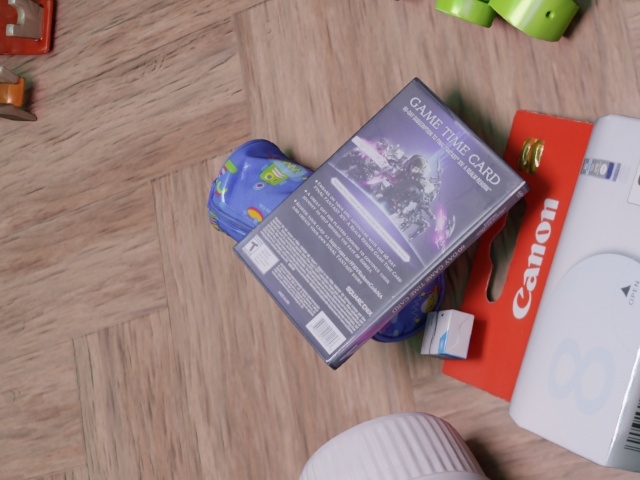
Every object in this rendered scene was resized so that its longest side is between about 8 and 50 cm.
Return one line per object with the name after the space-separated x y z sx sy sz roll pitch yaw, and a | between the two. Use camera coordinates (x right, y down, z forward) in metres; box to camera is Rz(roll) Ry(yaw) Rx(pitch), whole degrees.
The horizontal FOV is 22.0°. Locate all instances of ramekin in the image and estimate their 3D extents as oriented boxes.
0.073 0.267 1.709 0.207 0.207 0.109 -41 53 25 | ramekin

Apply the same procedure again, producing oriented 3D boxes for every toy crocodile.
0.135 -0.306 1.811 0.340 0.105 0.115 27 100 40 | toy crocodile

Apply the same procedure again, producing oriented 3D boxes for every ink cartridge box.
0.132 0.101 1.762 0.083 0.028 0.048 164 119 -71 | ink cartridge box
0.235 0.027 1.607 0.385 0.091 0.308 20 95 59 | ink cartridge box

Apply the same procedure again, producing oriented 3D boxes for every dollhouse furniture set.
-0.476 -0.294 2.253 0.259 0.135 0.262 3 86 25 | dollhouse furniture set

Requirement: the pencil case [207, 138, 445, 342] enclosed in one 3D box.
0.000 0.000 1.839 0.306 0.133 0.119 35 123 35 | pencil case

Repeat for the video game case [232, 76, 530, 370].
0.059 -0.022 1.730 0.274 0.026 0.196 -42 54 1 | video game case
